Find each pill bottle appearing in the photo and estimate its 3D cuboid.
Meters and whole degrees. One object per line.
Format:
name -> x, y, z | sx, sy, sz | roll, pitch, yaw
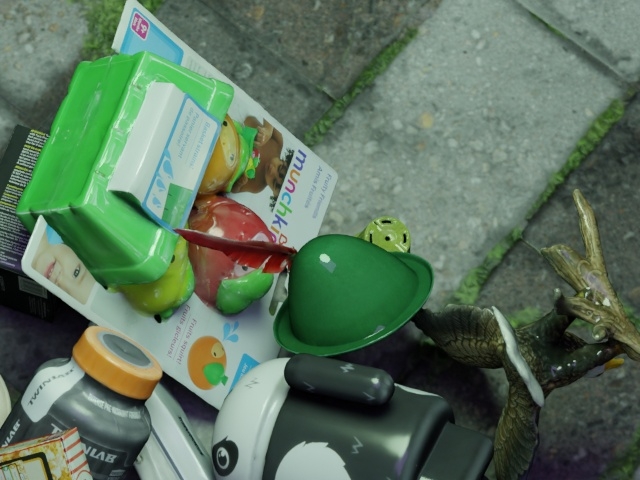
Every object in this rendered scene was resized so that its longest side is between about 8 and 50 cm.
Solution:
pill bottle -> -0.251, 0.205, 1.763 | 0.130, 0.130, 0.245 | 33, 102, 7

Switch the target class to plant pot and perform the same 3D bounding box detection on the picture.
plant pot -> 0.067, 0.011, 1.975 | 0.083, 0.079, 0.083 | 3, 66, -6

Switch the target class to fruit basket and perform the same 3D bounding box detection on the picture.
fruit basket -> -0.125, -0.025, 1.865 | 0.353, 0.165, 0.327 | 37, 60, -33

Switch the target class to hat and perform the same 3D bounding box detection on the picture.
hat -> 0.000, 0.000, 1.808 | 0.173, 0.183, 0.208 | -6, 31, 29

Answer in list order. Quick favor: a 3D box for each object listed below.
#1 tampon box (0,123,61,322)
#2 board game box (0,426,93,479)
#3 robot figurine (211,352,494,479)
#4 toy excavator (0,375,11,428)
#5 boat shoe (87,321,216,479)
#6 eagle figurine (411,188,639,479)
tampon box -> -0.302, -0.018, 1.914 | 0.101, 0.120, 0.161 | 19, 66, 2
board game box -> -0.300, 0.271, 1.691 | 0.193, 0.045, 0.146 | -15, 94, 12
robot figurine -> 0.027, 0.218, 1.789 | 0.278, 0.173, 0.209 | 15, 93, 18
toy excavator -> -0.592, 0.185, 1.770 | 0.445, 0.222, 0.433 | 41, 67, -5
boat shoe -> -0.182, 0.200, 1.859 | 0.088, 0.096, 0.267 | -33, 80, 4
eagle figurine -> 0.206, 0.133, 1.811 | 0.225, 0.298, 0.226 | 33, 45, -18
